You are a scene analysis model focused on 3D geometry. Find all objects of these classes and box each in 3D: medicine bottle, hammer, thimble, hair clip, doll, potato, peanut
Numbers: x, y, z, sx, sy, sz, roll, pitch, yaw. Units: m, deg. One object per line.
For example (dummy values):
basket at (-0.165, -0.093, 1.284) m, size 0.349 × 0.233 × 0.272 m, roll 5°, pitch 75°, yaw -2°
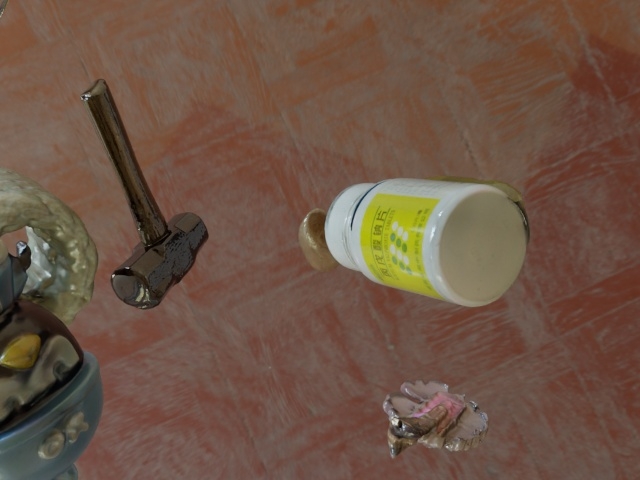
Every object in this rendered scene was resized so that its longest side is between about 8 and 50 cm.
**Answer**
medicine bottle at (0.121, -0.006, 1.115) m, size 0.143 × 0.258 × 0.144 m, roll -4°, pitch 98°, yaw -28°
hammer at (-0.346, -0.101, 1.685) m, size 0.095 × 0.242 × 0.409 m, roll -7°, pitch 113°, yaw 26°
thimble at (-0.534, 0.037, 1.507) m, size 0.195 × 0.291 × 0.291 m, roll 28°, pitch 79°, yaw 38°
hair clip at (0.167, 0.292, 1.441) m, size 0.173 × 0.300 × 0.069 m, roll 27°, pitch 101°, yaw 22°
doll at (-0.316, 0.128, 0.900) m, size 0.177 × 0.141 × 0.314 m, roll -40°, pitch 122°, yaw -39°
potato at (0.191, -0.047, 1.249) m, size 0.105 × 0.188 × 0.085 m, roll -45°, pitch 126°, yaw -21°
peanut at (0.000, 0.000, 1.633) m, size 0.076 × 0.152 × 0.076 m, roll -8°, pitch 50°, yaw 10°

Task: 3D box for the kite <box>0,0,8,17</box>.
kite at (-0.584, -0.544, 1.758) m, size 0.016 × 0.234 × 0.321 m, roll 17°, pitch 87°, yaw -31°
